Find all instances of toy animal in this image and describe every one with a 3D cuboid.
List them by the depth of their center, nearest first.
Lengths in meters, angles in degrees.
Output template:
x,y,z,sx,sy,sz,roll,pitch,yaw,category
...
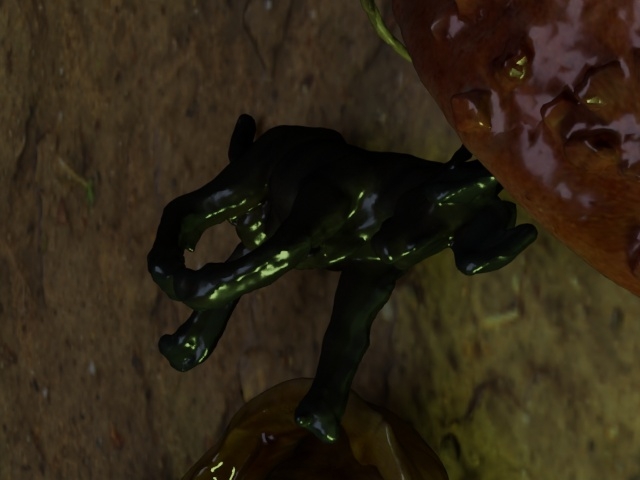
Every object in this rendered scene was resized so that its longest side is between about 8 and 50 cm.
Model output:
x,y,z,sx,sy,sz,roll,pitch,yaw,category
0.000,0.000,0.680,0.233,0.148,0.084,16,142,60,toy animal

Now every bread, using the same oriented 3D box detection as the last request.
x,y,z,sx,sy,sz,roll,pitch,yaw,category
0.119,-0.063,0.447,0.142,0.224,0.212,-55,32,34,bread

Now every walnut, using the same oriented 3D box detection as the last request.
x,y,z,sx,sy,sz,roll,pitch,yaw,category
0.001,0.163,0.695,0.211,0.087,0.167,-55,47,23,walnut
